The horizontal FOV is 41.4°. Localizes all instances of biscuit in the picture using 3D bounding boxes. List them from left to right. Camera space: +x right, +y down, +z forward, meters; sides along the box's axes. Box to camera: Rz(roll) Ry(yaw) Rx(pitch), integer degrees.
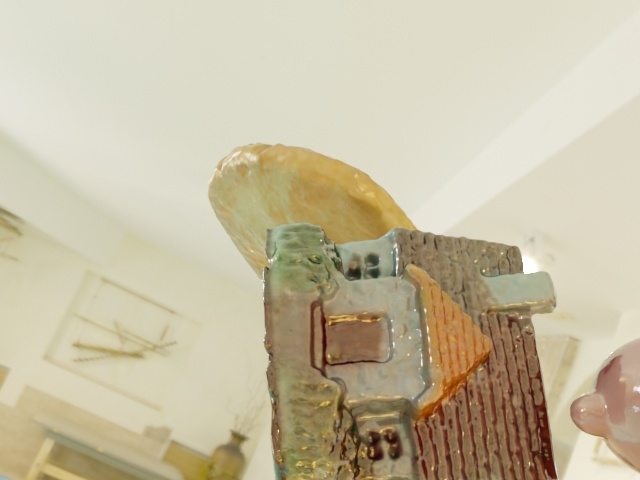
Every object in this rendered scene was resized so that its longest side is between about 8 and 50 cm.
[{"bbox_3d":[-0.001,0.001,1.488,0.429,0.104,0.446,10,-33,36],"label":"biscuit"}]

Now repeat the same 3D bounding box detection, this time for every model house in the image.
[{"bbox_3d":[0.126,0.164,1.007,0.339,0.360,0.297,-6,-27,5],"label":"model house"}]

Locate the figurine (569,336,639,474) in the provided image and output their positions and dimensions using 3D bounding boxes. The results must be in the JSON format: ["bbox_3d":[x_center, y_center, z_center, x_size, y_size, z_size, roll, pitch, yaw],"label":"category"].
[{"bbox_3d":[0.379,0.180,0.919,0.173,0.173,0.173,23,-13,6],"label":"figurine"}]
